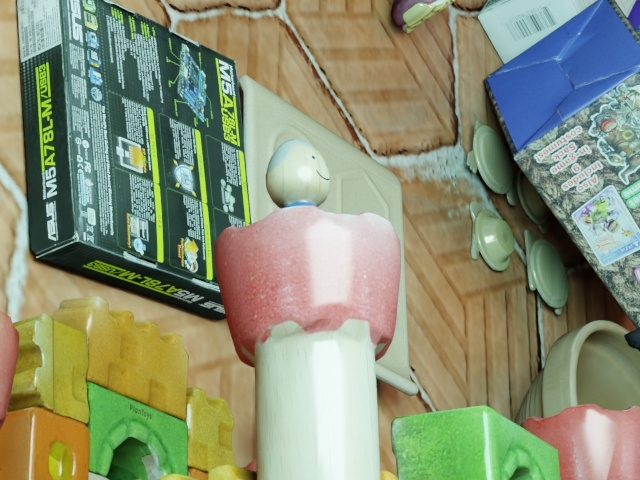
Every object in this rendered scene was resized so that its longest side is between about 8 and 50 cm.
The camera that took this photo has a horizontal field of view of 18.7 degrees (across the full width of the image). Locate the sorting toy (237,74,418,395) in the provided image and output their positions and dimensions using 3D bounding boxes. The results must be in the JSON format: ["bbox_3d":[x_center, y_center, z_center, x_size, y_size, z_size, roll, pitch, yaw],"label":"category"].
[{"bbox_3d":[0.000,0.000,1.438,0.193,0.038,0.208,31,44,-46],"label":"sorting toy"}]

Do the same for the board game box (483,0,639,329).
[{"bbox_3d":[0.291,-0.038,1.702,0.291,0.141,0.232,52,11,-18],"label":"board game box"}]

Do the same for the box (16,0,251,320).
[{"bbox_3d":[-0.118,-0.058,1.280,0.184,0.045,0.190,23,53,-52],"label":"box"}]

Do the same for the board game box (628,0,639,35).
[{"bbox_3d":[0.459,-0.091,2.136,0.347,0.078,0.233,37,44,-41],"label":"board game box"}]

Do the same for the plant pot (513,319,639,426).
[{"bbox_3d":[0.224,0.193,1.586,0.237,0.110,0.237,39,38,-39],"label":"plant pot"}]

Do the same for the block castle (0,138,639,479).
[{"bbox_3d":[-0.016,0.122,1.054,0.453,0.303,0.213,33,50,-57],"label":"block castle"}]

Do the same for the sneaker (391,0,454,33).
[{"bbox_3d":[0.086,-0.246,1.679,0.084,0.069,0.185,51,30,-13],"label":"sneaker"}]

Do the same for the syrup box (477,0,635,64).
[{"bbox_3d":[0.242,-0.245,1.880,0.096,0.093,0.237,58,34,-18],"label":"syrup box"}]

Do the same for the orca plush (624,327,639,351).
[{"bbox_3d":[0.246,0.193,1.293,0.102,0.151,0.287,96,-17,-59],"label":"orca plush"}]

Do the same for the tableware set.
[{"bbox_3d":[0.175,-0.020,1.723,0.169,0.020,0.141,33,48,-45],"label":"tableware set"}]
